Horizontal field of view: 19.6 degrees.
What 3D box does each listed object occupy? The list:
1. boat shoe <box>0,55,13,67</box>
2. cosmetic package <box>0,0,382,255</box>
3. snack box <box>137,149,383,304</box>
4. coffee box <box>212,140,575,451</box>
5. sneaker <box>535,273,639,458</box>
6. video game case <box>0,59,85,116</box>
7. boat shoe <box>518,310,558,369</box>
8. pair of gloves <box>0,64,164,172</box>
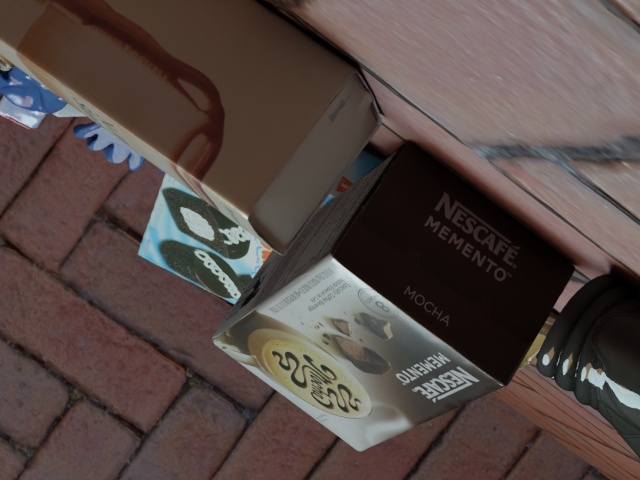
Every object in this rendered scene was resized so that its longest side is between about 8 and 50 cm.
[{"bbox_3d":[-0.246,-0.196,1.666,0.098,0.109,0.302,-1,152,29],"label":"boat shoe"},{"bbox_3d":[-0.117,-0.131,1.309,0.296,0.129,0.153,35,175,15],"label":"cosmetic package"},{"bbox_3d":[-0.053,-0.022,1.675,0.187,0.060,0.322,27,155,-1],"label":"snack box"},{"bbox_3d":[0.050,0.054,1.488,0.168,0.119,0.297,38,155,-8],"label":"coffee box"},{"bbox_3d":[0.242,0.110,1.356,0.147,0.104,0.296,36,171,26],"label":"sneaker"},{"bbox_3d":[-0.255,-0.182,2.085,0.201,0.023,0.183,-6,-154,-39],"label":"video game case"},{"bbox_3d":[0.180,0.112,1.828,0.068,0.072,0.190,25,160,-8],"label":"boat shoe"},{"bbox_3d":[-0.214,-0.118,1.656,0.198,0.023,0.159,26,157,-14],"label":"pair of gloves"}]
